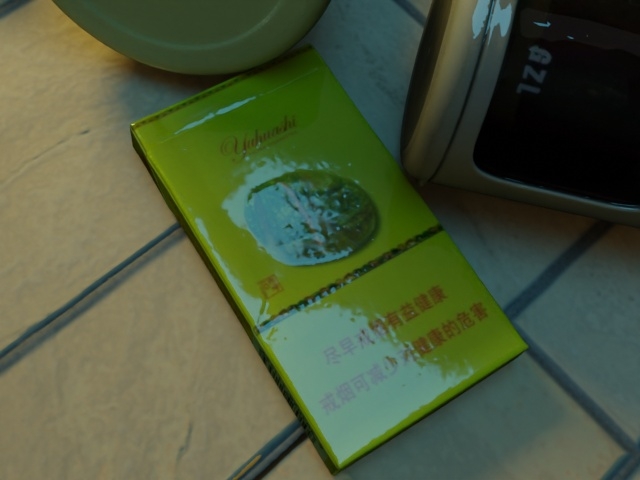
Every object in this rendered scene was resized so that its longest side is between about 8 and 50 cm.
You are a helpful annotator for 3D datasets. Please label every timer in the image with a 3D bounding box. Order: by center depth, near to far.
[{"bbox_3d":[-0.085,-0.350,0.706,0.291,0.290,0.315,19,46,2],"label":"timer"}]

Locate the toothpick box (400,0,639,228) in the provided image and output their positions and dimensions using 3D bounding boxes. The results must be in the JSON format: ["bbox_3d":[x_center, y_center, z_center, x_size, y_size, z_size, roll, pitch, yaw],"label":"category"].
[{"bbox_3d":[0.240,-0.121,0.659,0.317,0.229,0.228,13,67,-3],"label":"toothpick box"}]

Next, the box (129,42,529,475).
[{"bbox_3d":[0.000,0.000,0.659,0.187,0.047,0.335,-29,74,-16],"label":"box"}]
